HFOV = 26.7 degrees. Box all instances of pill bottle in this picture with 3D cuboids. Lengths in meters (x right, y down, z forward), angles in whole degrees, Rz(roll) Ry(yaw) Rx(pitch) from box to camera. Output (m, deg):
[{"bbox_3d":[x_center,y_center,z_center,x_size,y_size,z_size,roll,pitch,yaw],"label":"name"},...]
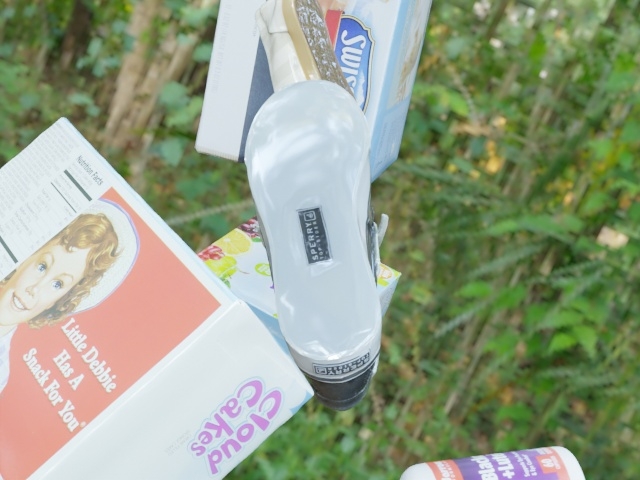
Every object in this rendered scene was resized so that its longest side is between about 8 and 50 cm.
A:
[{"bbox_3d":[0.128,0.242,1.169,0.193,0.108,0.108,-6,13,-10],"label":"pill bottle"}]

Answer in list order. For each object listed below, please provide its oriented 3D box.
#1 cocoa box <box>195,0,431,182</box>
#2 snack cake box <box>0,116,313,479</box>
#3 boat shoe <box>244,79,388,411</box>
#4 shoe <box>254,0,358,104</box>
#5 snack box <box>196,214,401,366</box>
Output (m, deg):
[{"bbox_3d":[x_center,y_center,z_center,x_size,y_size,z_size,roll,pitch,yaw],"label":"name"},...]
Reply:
[{"bbox_3d":[0.007,-0.267,1.725,0.228,0.347,0.231,15,18,11],"label":"cocoa box"},{"bbox_3d":[-0.138,0.049,0.782,0.264,0.152,0.089,42,-10,50],"label":"snack cake box"},{"bbox_3d":[0.004,0.000,1.151,0.113,0.105,0.306,-12,53,-3],"label":"boat shoe"},{"bbox_3d":[-0.007,-0.134,1.296,0.058,0.219,0.076,-16,2,28],"label":"shoe"},{"bbox_3d":[-0.035,0.056,1.428,0.174,0.070,0.207,28,30,15],"label":"snack box"}]
